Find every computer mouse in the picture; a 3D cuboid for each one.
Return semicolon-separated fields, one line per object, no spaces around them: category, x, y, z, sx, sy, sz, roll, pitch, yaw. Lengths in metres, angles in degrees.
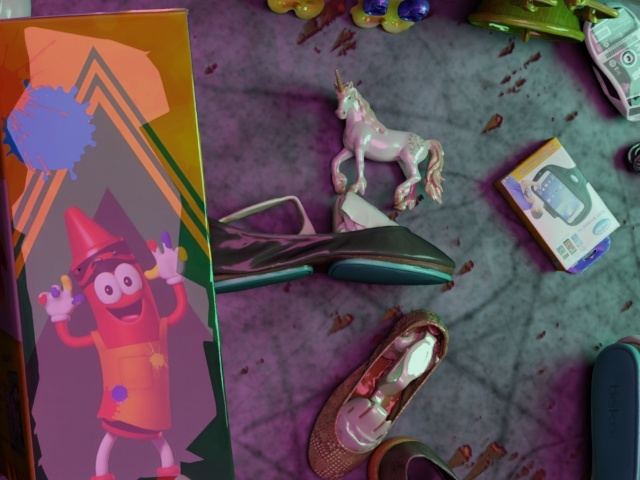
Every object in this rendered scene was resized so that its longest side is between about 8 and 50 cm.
computer mouse;0.342;-0.169;1.784;0.106;0.042;0.193;-31;100;-9

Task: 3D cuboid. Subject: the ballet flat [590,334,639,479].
ballet flat;0.336;0.302;1.717;0.139;0.139;0.400;10;83;-13

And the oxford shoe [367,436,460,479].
oxford shoe;0.148;0.319;1.673;0.097;0.098;0.271;-41;96;-13

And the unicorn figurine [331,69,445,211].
unicorn figurine;0.056;-0.097;1.706;0.162;0.060;0.111;17;82;-28

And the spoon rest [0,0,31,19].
spoon rest;-0.412;-0.254;1.596;0.276;0.084;0.137;22;83;-25

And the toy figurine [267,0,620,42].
toy figurine;0.122;-0.335;1.672;0.362;0.191;0.217;7;80;-14

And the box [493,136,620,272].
box;0.256;-0.032;1.760;0.081;0.028;0.136;-39;94;-13

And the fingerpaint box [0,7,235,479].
fingerpaint box;-0.204;0.024;1.430;0.163;0.445;0.371;-6;87;-15

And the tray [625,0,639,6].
tray;0.244;-0.292;1.627;0.270;0.030;0.145;11;42;-35

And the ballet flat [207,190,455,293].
ballet flat;0.000;0.000;1.664;0.280;0.095;0.096;-2;79;-14

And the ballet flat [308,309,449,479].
ballet flat;0.060;0.155;1.679;0.073;0.067;0.206;36;79;-10
